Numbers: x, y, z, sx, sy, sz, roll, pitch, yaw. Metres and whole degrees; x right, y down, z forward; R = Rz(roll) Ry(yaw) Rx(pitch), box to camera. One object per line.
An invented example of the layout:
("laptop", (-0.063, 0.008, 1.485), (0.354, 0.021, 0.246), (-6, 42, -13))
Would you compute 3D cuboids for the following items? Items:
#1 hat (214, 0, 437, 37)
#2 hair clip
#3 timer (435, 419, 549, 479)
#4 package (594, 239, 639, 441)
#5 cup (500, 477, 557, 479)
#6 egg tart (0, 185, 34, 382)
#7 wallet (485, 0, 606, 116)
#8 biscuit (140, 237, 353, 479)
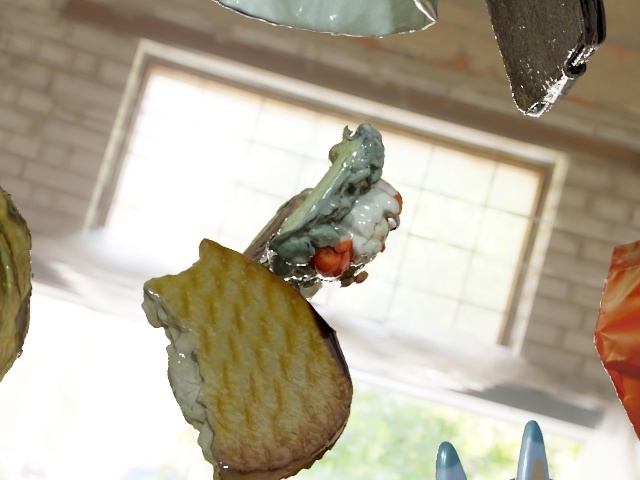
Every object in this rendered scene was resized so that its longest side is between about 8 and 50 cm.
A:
("hat", (-0.002, -0.316, 1.349), (0.258, 0.301, 0.168), (13, 12, 22))
("hair clip", (0.001, 0.001, 1.382), (0.091, 0.138, 0.321), (37, -12, -3))
("timer", (0.134, 0.262, 1.046), (0.175, 0.255, 0.175), (14, 11, -3))
("package", (0.366, 0.171, 1.229), (0.196, 0.423, 0.123), (-17, 17, 36))
("cup", (0.243, 0.391, 1.561), (0.308, 0.242, 0.292), (9, 22, -14))
("egg tart", (-0.365, 0.051, 1.416), (0.290, 0.290, 0.115), (21, -5, -29))
("wallet", (0.213, -0.224, 1.586), (0.045, 0.172, 0.318), (-11, -8, -6))
("biscuit", (-0.059, 0.090, 1.186), (0.176, 0.031, 0.228), (25, 34, 3))
